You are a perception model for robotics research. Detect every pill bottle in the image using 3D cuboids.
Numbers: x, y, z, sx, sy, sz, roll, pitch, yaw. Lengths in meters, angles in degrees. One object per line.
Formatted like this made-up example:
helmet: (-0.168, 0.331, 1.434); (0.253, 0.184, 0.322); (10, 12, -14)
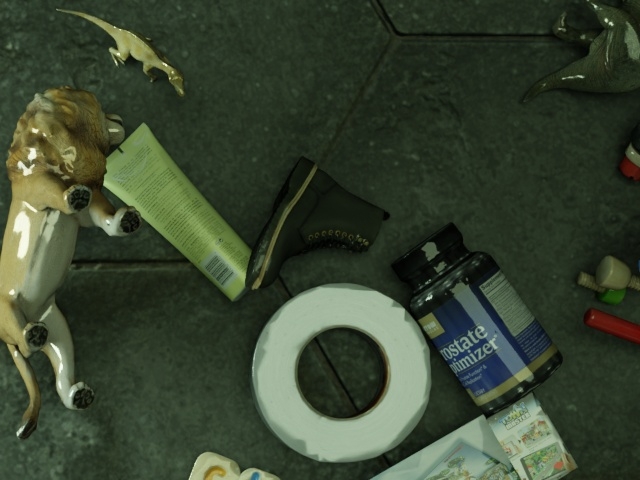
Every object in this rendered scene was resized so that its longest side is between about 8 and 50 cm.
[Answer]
pill bottle: (0.186, 0.092, 1.846); (0.123, 0.123, 0.219); (-36, 88, -8)

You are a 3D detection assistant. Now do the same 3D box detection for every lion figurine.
lion figurine: (-0.326, 0.015, 1.785); (0.142, 0.240, 0.392); (19, 95, -38)

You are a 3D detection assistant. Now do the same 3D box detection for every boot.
boot: (0.000, 0.000, 1.834); (0.137, 0.077, 0.198); (29, 57, -6)

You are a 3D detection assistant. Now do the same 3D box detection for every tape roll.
tape roll: (0.024, 0.162, 1.849); (0.219, 0.072, 0.219); (0, 84, -5)

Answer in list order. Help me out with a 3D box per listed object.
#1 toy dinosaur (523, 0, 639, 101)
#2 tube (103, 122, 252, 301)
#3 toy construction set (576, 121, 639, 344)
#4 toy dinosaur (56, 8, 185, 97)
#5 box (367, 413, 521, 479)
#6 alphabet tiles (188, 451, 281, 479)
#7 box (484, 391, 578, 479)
toy dinosaur: (0.397, -0.262, 1.905); (0.313, 0.121, 0.160); (-37, 75, -12)
tube: (-0.167, -0.030, 1.860); (0.240, 0.062, 0.070); (45, 48, 4)
toy construction set: (0.483, 0.000, 1.855); (0.237, 0.257, 0.308); (21, 103, -15)
toy dinosaur: (-0.231, -0.241, 1.854); (0.183, 0.092, 0.053); (34, 82, -1)
box: (0.133, 0.334, 1.812); (0.233, 0.044, 0.159); (-28, 82, -7)
alphabet tiles: (-0.118, 0.410, 1.835); (0.284, 0.021, 0.278); (21, 85, -3)
box: (0.201, 0.285, 1.871); (0.207, 0.036, 0.114); (-30, 88, -8)
